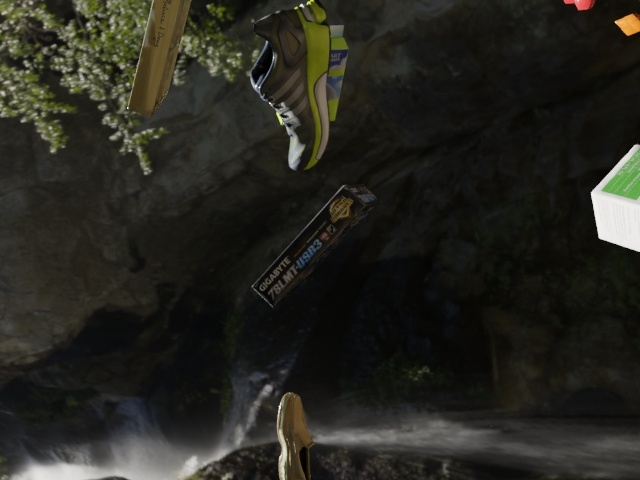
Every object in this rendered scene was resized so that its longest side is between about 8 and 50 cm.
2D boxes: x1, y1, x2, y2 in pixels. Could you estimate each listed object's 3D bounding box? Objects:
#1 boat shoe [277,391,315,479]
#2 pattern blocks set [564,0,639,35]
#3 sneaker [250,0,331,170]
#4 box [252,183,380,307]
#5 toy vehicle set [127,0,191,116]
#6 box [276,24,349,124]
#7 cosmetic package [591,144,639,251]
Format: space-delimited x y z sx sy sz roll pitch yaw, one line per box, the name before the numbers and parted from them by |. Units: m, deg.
boat shoe | -0.042 0.404 1.368 0.068 0.072 0.190 -15 -76 -58
pattern blocks set | 0.672 -0.576 1.397 0.026 0.325 0.285 -21 -45 -32
sneaker | -0.054 -0.247 1.119 0.121 0.111 0.300 -9 -51 -11
box | 0.000 0.000 1.510 0.073 0.293 0.295 43 -168 4
toy vehicle set | -0.222 -0.328 0.991 0.035 0.166 0.267 16 -69 -11
box | -0.015 -0.290 1.193 0.109 0.042 0.178 -8 -40 -17
cosmetic package | 0.803 -0.059 1.437 0.197 0.365 0.155 -43 -51 -20
